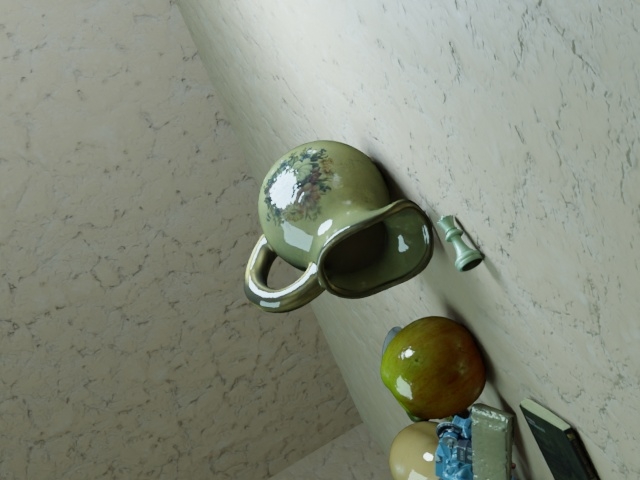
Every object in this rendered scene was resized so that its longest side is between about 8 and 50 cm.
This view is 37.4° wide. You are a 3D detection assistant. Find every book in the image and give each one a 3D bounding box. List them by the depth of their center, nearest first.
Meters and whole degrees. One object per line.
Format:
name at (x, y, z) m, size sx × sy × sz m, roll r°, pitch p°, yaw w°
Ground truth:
book at (0.405, 0.371, 1.520) m, size 0.228 × 0.024 × 0.160 m, roll 62°, pitch 171°, yaw -13°

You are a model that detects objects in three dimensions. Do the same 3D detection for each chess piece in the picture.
chess piece at (0.205, 0.000, 1.423) m, size 0.093 × 0.042 × 0.042 m, roll 62°, pitch 173°, yaw 24°

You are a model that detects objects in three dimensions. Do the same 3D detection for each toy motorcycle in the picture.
toy motorcycle at (0.325, 0.474, 1.961) m, size 0.182 × 0.123 × 0.272 m, roll 12°, pitch 133°, yaw 22°

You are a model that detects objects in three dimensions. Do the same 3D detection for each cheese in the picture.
cheese at (0.336, 0.470, 1.847) m, size 0.085 × 0.034 × 0.400 m, roll 11°, pitch 129°, yaw 24°

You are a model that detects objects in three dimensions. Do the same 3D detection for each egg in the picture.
egg at (0.275, 0.546, 2.305) m, size 0.201 × 0.201 × 0.244 m, roll 62°, pitch 163°, yaw -6°

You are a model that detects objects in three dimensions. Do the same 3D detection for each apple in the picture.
apple at (0.206, 0.240, 1.754) m, size 0.196 × 0.196 × 0.196 m, roll 59°, pitch 172°, yaw 14°

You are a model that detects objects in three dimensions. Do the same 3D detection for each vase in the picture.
vase at (0.000, 0.000, 1.661) m, size 0.241 × 0.329 × 0.302 m, roll 46°, pitch -177°, yaw -41°

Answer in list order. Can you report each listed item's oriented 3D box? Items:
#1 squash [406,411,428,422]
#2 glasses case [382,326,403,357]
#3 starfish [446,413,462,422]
squash at (0.249, 0.394, 2.335) m, size 0.087 × 0.087 × 0.331 m, roll 57°, pitch 171°, yaw 25°
glasses case at (0.218, 0.295, 2.139) m, size 0.299 × 0.060 × 0.114 m, roll -138°, pitch 57°, yaw -68°
starfish at (0.309, 0.396, 2.142) m, size 0.208 × 0.053 × 0.176 m, roll 64°, pitch -177°, yaw 22°
